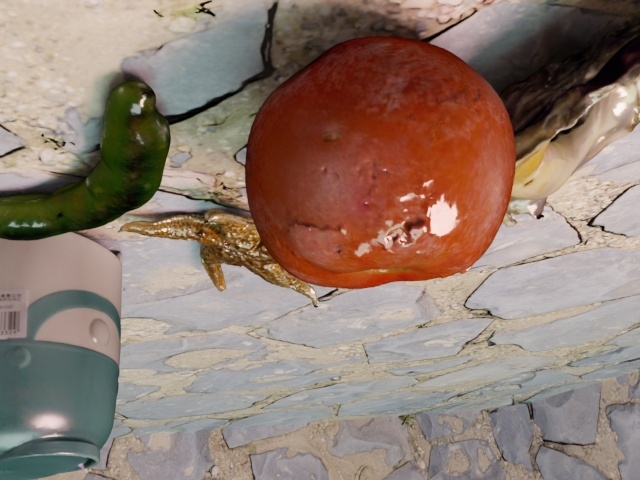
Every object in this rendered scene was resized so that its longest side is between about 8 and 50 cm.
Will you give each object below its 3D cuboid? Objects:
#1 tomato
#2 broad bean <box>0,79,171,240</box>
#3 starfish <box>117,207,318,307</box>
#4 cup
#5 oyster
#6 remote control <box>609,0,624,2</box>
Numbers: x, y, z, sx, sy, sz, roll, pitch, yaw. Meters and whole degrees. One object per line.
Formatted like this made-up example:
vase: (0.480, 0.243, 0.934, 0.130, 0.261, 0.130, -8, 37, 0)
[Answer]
tomato: (0.045, -0.061, 0.522, 0.208, 0.184, 0.208, -2, 165, -1)
broad bean: (-0.231, -0.052, 0.611, 0.292, 0.049, 0.144, -19, 155, 22)
starfish: (-0.087, 0.016, 0.775, 0.277, 0.062, 0.236, 29, 154, -31)
cup: (-0.364, 0.133, 0.746, 0.290, 0.257, 0.219, -15, 152, 15)
oyster: (0.223, -0.111, 0.589, 0.271, 0.100, 0.275, -19, 158, 6)
remote control: (0.284, -0.233, 0.406, 0.067, 0.029, 0.261, 11, 150, -40)
